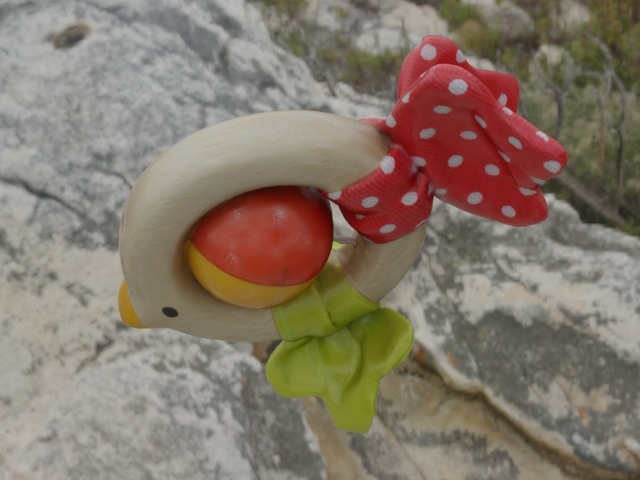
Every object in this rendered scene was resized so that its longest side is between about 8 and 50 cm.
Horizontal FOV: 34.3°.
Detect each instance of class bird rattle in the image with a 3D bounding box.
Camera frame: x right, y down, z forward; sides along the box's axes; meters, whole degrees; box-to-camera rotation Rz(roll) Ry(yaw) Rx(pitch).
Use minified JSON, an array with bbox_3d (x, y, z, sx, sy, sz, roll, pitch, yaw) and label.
[{"bbox_3d":[0.000,0.000,0.552,0.207,0.253,0.143,2,58,-23],"label":"bird rattle"}]
